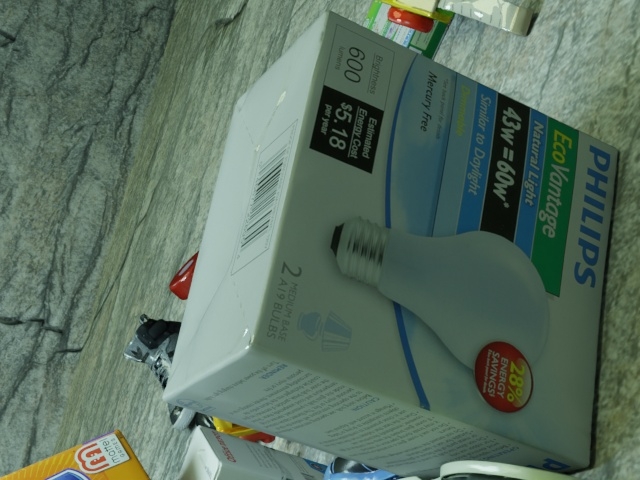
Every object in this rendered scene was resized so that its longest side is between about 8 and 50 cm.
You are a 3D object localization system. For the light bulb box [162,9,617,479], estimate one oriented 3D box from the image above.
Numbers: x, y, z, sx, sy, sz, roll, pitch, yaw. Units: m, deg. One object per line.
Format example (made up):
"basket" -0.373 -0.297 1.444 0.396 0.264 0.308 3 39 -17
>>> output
"light bulb box" 0.080 0.029 1.161 0.225 0.361 0.357 -33 41 57

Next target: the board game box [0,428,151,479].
"board game box" -0.311 0.522 1.386 0.356 0.356 0.356 44 147 47

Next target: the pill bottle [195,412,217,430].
"pill bottle" -0.114 0.219 1.838 0.219 0.123 0.122 -61 21 25

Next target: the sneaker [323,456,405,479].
"sneaker" 0.086 0.248 1.361 0.232 0.081 0.090 -26 44 54

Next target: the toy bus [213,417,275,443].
"toy bus" -0.069 0.209 1.688 0.149 0.220 0.211 -115 15 -48

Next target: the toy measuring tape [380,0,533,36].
"toy measuring tape" 0.186 -0.336 1.621 0.330 0.121 0.121 28 98 41

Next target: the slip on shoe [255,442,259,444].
"slip on shoe" -0.118 0.455 1.647 0.101 0.123 0.331 -1 73 55

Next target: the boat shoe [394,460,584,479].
"boat shoe" 0.140 0.282 1.104 0.340 0.127 0.113 -33 42 62

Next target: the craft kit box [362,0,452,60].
"craft kit box" 0.160 -0.403 1.834 0.249 0.061 0.246 -65 23 13

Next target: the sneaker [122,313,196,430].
"sneaker" -0.314 0.254 2.283 0.101 0.153 0.268 -56 24 34

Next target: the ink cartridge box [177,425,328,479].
"ink cartridge box" -0.070 0.326 1.496 0.085 0.203 0.148 -68 19 3

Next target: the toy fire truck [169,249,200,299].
"toy fire truck" -0.105 0.034 1.989 0.254 0.169 0.302 -51 12 -25
